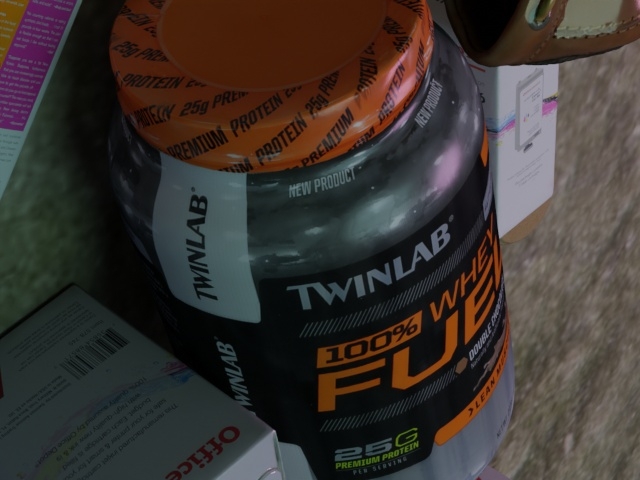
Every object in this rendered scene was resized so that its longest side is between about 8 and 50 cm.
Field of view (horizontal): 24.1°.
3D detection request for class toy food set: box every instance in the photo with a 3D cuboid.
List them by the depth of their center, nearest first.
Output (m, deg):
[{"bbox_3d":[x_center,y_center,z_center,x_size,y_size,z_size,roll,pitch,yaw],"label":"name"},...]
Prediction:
[{"bbox_3d":[0.159,-0.035,1.201,0.082,0.020,0.083,6,112,-52],"label":"toy food set"}]

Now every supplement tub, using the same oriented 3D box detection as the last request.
[{"bbox_3d":[0.000,0.000,0.867,0.207,0.207,0.338,-41,142,-23],"label":"supplement tub"}]

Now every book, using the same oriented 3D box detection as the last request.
[{"bbox_3d":[-0.173,-0.086,0.741,0.096,0.035,0.144,9,109,-57],"label":"book"}]

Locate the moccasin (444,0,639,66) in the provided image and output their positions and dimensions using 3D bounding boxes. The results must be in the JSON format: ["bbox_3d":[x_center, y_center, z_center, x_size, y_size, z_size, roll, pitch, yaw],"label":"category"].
[{"bbox_3d":[0.103,-0.283,0.793,0.147,0.139,0.380,-14,112,-39],"label":"moccasin"}]

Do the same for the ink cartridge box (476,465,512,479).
[{"bbox_3d":[0.019,0.248,1.081,0.289,0.211,0.122,-18,128,-45],"label":"ink cartridge box"}]

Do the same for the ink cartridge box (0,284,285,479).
[{"bbox_3d":[-0.120,0.140,0.852,0.128,0.176,0.127,-38,141,-27],"label":"ink cartridge box"}]

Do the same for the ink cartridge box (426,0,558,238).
[{"bbox_3d":[0.091,-0.112,0.975,0.067,0.115,0.198,-35,139,-31],"label":"ink cartridge box"}]
